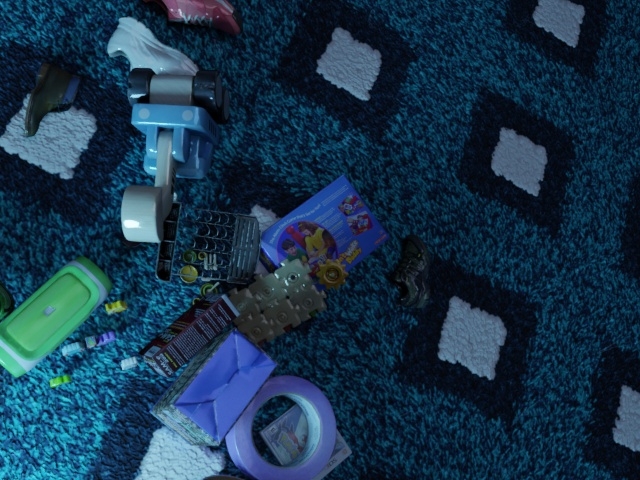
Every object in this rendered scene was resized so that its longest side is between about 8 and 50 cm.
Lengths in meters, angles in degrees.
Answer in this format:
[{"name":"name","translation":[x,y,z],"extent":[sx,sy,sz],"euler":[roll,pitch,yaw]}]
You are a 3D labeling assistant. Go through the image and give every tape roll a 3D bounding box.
[{"name":"tape roll","translation":[-0.101,0.487,1.856],"extent":[0.275,0.090,0.274],"euler":[6,73,-21]}]

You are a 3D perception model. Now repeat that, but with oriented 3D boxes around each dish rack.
[{"name":"dish rack","translation":[-0.286,0.013,1.887],"extent":[0.272,0.074,0.208],"euler":[8,94,-19]}]

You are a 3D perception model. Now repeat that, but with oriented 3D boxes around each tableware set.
[{"name":"tableware set","translation":[-0.322,0.101,1.931],"extent":[0.104,0.024,0.154],"euler":[4,75,-22]}]

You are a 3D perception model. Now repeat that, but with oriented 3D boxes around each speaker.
[{"name":"speaker","translation":[-0.632,0.175,1.689],"extent":[0.131,0.131,0.296],"euler":[45,65,-6]}]

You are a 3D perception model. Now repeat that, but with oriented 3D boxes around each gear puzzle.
[{"name":"gear puzzle","translation":[-0.083,0.142,1.938],"extent":[0.339,0.044,0.175],"euler":[-30,93,1]}]

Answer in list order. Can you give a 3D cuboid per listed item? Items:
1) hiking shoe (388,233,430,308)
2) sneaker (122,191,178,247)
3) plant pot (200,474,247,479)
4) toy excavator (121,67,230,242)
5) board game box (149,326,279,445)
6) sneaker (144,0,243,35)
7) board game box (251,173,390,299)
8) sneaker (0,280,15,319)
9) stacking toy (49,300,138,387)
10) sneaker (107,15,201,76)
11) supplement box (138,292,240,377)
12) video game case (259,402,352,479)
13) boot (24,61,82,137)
[{"name":"hiking shoe","translation":[0.261,0.089,2.147],"extent":[0.114,0.086,0.226],"euler":[2,76,-26]},{"name":"sneaker","translation":[-0.446,-0.063,1.889],"extent":[0.070,0.084,0.185],"euler":[40,64,-8]},{"name":"plant pot","translation":[-0.216,0.721,1.696],"extent":[0.284,0.284,0.190],"euler":[27,102,-14]},{"name":"toy excavator","translation":[-0.370,-0.210,1.801],"extent":[0.223,0.433,0.444],"euler":[2,87,2]},{"name":"board game box","translation":[-0.260,0.357,1.737],"extent":[0.141,0.291,0.232],"euler":[42,64,-7]},{"name":"sneaker","translation":[-0.374,-0.665,2.088],"extent":[0.314,0.116,0.136],"euler":[32,76,-5]},{"name":"board game box","translation":[0.000,0.000,2.065],"extent":[0.347,0.078,0.233],"euler":[-37,92,-27]},{"name":"sneaker","translation":[-0.852,0.073,1.667],"extent":[0.343,0.146,0.134],"euler":[44,84,8]},{"name":"stacking toy","translation":[-0.567,0.253,1.770],"extent":[0.221,0.052,0.166],"euler":[-14,72,-19]},{"name":"sneaker","translation":[-0.453,-0.489,2.010],"extent":[0.297,0.111,0.129],"euler":[32,81,-8]},{"name":"supplement box","translation":[-0.330,0.234,1.820],"extent":[0.239,0.130,0.073],"euler":[-43,107,-24]},{"name":"video game case","translation":[-0.038,0.540,1.931],"extent":[0.183,0.023,0.201],"euler":[-34,90,-27]},{"name":"boot","translation":[-0.692,-0.355,1.868],"extent":[0.106,0.082,0.219],"euler":[14,69,-16]}]
